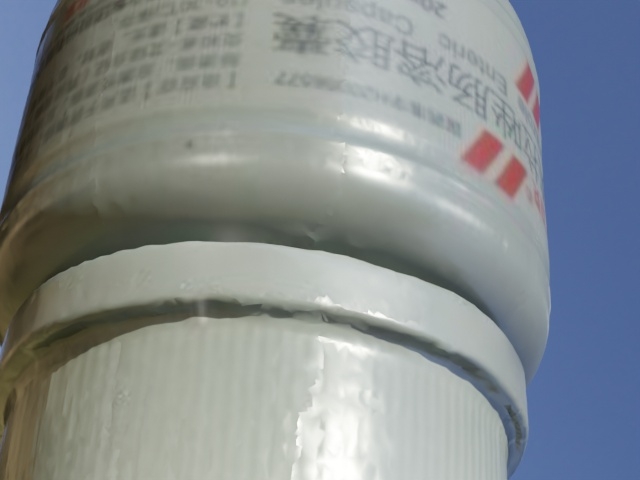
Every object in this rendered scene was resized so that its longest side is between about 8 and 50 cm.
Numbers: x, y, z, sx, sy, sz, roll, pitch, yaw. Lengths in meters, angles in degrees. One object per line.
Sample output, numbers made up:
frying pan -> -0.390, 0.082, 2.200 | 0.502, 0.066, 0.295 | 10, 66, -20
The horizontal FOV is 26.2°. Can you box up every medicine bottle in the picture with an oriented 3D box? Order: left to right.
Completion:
medicine bottle -> -0.022, 0.028, 0.602 | 0.245, 0.245, 0.306 | -46, -148, 47
